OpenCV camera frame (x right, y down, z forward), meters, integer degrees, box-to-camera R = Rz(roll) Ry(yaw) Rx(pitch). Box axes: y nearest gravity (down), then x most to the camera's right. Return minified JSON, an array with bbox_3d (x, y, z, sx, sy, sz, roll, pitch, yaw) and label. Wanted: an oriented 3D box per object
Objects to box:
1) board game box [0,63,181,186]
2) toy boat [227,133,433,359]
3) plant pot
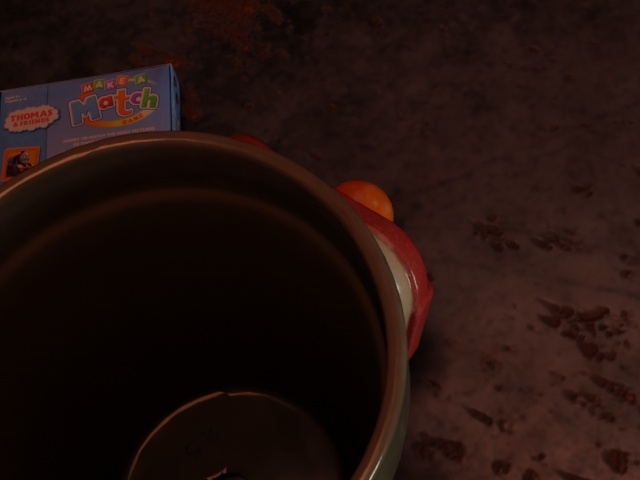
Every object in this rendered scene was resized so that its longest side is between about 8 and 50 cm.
[{"bbox_3d":[-0.197,-0.044,1.165,0.160,0.039,0.212,-8,63,6],"label":"board game box"},{"bbox_3d":[0.000,0.000,1.069,0.231,0.151,0.151,32,43,22],"label":"toy boat"},{"bbox_3d":[-0.086,0.134,0.917,0.323,0.280,0.323,-5,61,9],"label":"plant pot"}]
